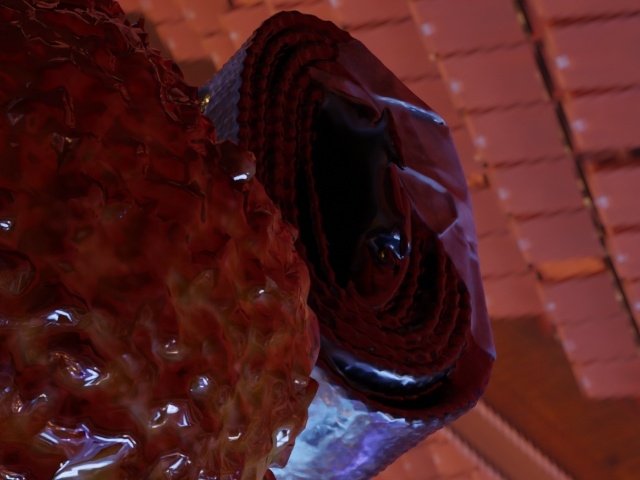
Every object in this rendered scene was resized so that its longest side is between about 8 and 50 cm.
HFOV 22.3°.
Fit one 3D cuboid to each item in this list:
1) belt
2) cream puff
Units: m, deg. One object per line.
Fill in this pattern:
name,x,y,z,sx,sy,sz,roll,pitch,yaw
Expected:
belt,0.000,0.000,0.910,0.184,0.164,0.289,22,-138,-29
cream puff,-0.167,0.028,0.540,0.228,0.351,0.350,70,-176,-53
